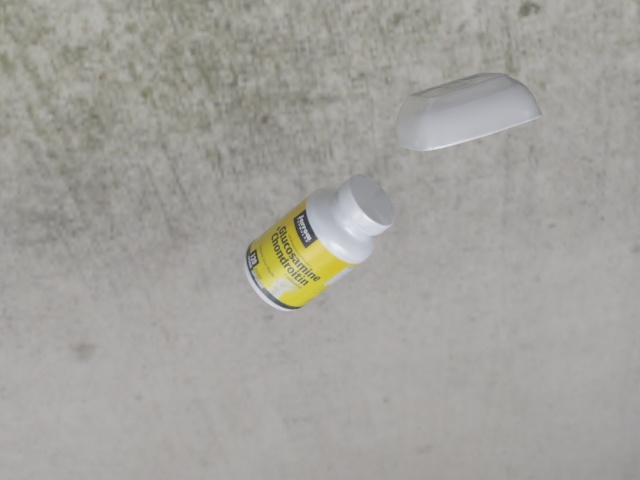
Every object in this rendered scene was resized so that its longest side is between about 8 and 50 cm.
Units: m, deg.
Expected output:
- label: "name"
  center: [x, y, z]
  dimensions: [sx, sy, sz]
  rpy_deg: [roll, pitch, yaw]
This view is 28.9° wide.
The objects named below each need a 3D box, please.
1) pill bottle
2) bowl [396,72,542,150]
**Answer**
- label: "pill bottle"
  center: [0.000, 0.000, 1.501]
  dimensions: [0.103, 0.103, 0.184]
  rpy_deg: [26, 130, -35]
- label: "bowl"
  center: [0.151, -0.141, 1.329]
  dimensions: [0.142, 0.142, 0.053]
  rpy_deg: [-18, 101, -7]
